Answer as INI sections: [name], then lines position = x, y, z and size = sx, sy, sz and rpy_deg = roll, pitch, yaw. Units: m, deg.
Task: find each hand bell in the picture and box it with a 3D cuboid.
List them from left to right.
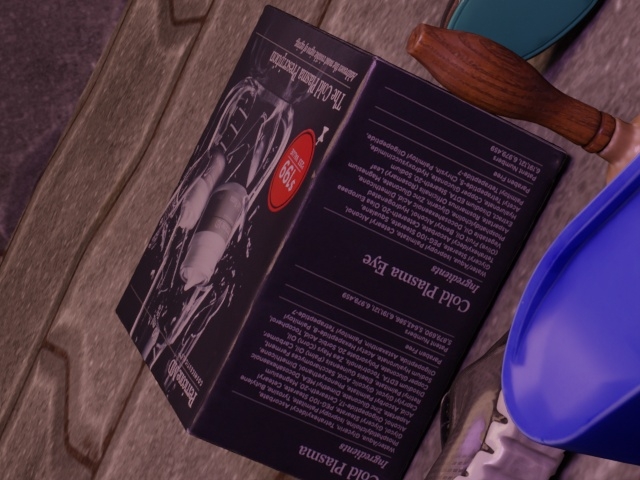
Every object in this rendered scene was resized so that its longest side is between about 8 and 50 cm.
[hand bell]
position = 0.158, -0.070, 1.113
size = 0.126, 0.242, 0.126
rpy_deg = -51, 24, 32

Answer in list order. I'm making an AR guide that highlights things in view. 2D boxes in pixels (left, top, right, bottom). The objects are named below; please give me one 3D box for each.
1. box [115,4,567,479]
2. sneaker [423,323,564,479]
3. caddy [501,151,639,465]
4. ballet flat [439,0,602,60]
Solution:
[box]
position = 0.000, 0.000, 1.524
size = 0.312, 0.179, 0.343
rpy_deg = -64, 19, 5
[sneaker]
position = 0.109, 0.146, 1.234
size = 0.234, 0.078, 0.106
rpy_deg = -59, 17, 4
[caddy]
position = 0.247, 0.055, 0.853
size = 0.341, 0.179, 0.241
rpy_deg = -49, 49, 38
[ballet flat]
position = 0.202, -0.239, 1.447
size = 0.280, 0.095, 0.096
rpy_deg = -43, 17, 24
